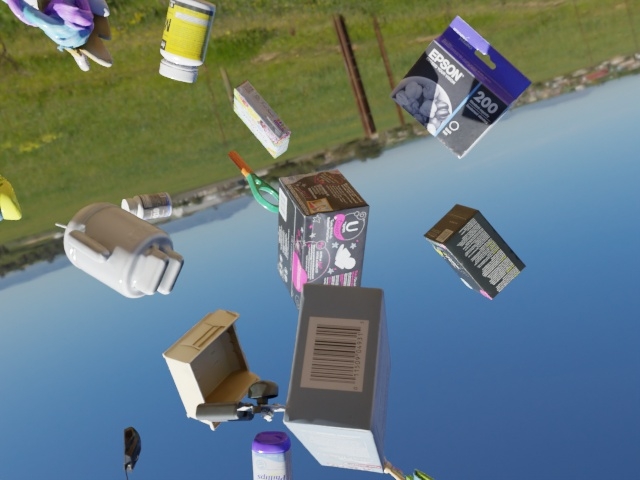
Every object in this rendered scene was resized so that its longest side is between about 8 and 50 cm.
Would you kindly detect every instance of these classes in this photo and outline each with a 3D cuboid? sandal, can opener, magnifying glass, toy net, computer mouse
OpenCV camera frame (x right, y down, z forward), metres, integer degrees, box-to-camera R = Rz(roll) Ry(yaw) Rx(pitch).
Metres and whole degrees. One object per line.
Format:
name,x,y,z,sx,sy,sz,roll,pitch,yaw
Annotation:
sandal,-0.846,-0.132,1.499,0.138,0.126,0.317,-28,-136,-34
can opener,-0.201,0.417,1.589,0.280,0.093,0.074,-18,149,34
magnifying glass,-0.182,-0.165,1.748,0.026,0.231,0.092,-49,160,28
toy net,0.195,0.591,1.633,0.045,0.232,0.122,-60,-161,-6
computer mouse,-0.422,0.517,1.408,0.041,0.071,0.242,2,-148,-19

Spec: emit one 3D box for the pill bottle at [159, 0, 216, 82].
pill bottle,-0.356,-0.535,1.658,0.119,0.208,0.119,16,-161,-5

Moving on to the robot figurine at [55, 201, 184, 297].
robot figurine,-0.543,0.022,1.696,0.353,0.200,0.300,26,-178,19

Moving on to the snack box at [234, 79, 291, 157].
snack box,-0.122,-0.249,1.297,0.037,0.141,0.100,-38,173,-14

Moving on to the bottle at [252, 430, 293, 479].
bottle,-0.143,0.726,1.901,0.118,0.283,0.092,-1,-172,7

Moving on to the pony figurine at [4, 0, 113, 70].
pony figurine,-0.311,-0.365,0.554,0.303,0.363,0.351,-45,171,-36

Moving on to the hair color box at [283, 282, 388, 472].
hair color box,0.041,0.222,0.934,0.113,0.185,0.374,3,153,10

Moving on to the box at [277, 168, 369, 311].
box,0.000,0.000,1.303,0.142,0.247,0.163,-10,-143,-19

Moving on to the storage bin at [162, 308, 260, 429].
storage bin,-0.327,0.392,1.959,0.123,0.262,0.260,7,-146,34

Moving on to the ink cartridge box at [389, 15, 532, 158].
ink cartridge box,0.282,-0.310,1.283,0.208,0.206,0.045,-50,175,32

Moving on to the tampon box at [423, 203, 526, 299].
tampon box,0.314,0.021,1.289,0.101,0.161,0.120,-43,-167,-1

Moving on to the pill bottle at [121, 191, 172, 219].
pill bottle,-0.535,-0.104,1.932,0.137,0.078,0.078,-11,-179,-33
